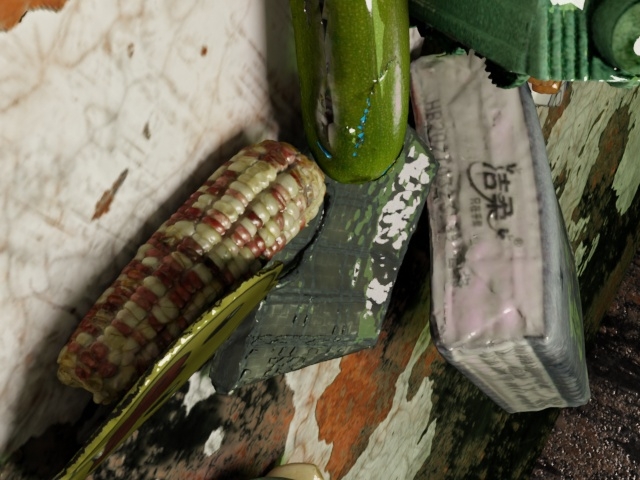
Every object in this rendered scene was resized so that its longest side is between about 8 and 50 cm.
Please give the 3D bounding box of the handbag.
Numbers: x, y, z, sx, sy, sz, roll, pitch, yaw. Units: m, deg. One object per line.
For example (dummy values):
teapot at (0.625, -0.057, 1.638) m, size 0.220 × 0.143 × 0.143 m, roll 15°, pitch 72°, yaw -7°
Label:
handbag at (0.000, 0.000, 0.915) m, size 0.175 × 0.089 × 0.270 m, roll 0°, pitch 113°, yaw -58°

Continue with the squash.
squash at (0.014, -0.178, 0.721) m, size 0.087 × 0.087 × 0.331 m, roll -44°, pitch 137°, yaw -42°

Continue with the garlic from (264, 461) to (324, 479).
garlic at (-0.035, 0.256, 1.110) m, size 0.083 × 0.053 × 0.041 m, roll -49°, pitch 158°, yaw 5°

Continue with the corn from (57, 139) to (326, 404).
corn at (-0.086, 0.018, 0.745) m, size 0.237 × 0.080 × 0.079 m, roll -48°, pitch 152°, yaw -28°

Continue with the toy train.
toy train at (0.137, -0.210, 0.742) m, size 0.139 × 0.330 × 0.178 m, roll -1°, pitch 113°, yaw -19°

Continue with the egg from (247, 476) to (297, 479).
egg at (-0.043, 0.294, 1.006) m, size 0.149 × 0.149 × 0.192 m, roll -61°, pitch 156°, yaw -12°

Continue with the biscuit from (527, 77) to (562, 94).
biscuit at (0.226, -0.256, 1.065) m, size 0.306 × 0.043 × 0.283 m, roll 62°, pitch 33°, yaw -62°

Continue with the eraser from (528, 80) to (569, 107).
eraser at (0.270, -0.262, 1.253) m, size 0.124 × 0.068 × 0.210 m, roll -9°, pitch 120°, yaw -61°

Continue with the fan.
fan at (-0.126, 0.115, 0.710) m, size 0.335 × 0.011 × 0.229 m, roll -44°, pitch 175°, yaw -41°

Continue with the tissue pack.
tissue pack at (0.192, 0.010, 1.125) m, size 0.394 × 0.124 × 0.287 m, roll 44°, pitch 38°, yaw -67°
